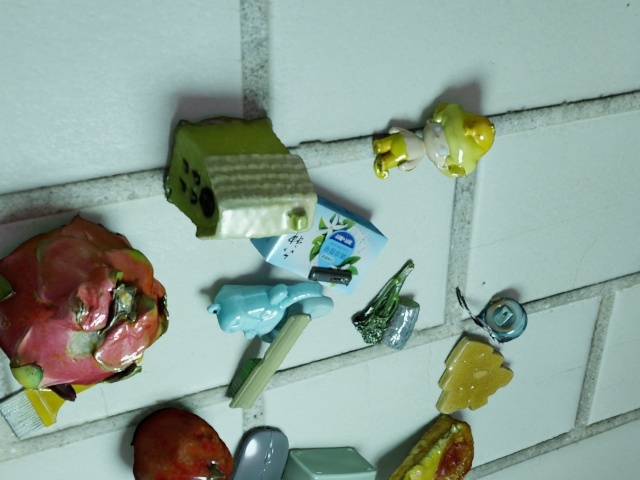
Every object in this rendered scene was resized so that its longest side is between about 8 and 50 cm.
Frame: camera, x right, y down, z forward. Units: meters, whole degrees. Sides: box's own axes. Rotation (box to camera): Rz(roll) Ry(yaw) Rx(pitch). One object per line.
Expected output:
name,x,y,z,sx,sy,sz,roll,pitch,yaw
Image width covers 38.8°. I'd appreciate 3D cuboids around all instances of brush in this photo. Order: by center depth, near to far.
brush,-0.453,0.271,1.692,0.272,0.013,0.103,-28,128,-15
brush,-0.106,0.236,1.808,0.054,0.048,0.282,4,133,-40

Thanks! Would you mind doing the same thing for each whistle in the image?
whistle,-0.097,0.132,1.774,0.274,0.093,0.186,2,142,-33

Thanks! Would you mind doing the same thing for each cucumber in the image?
cucumber,0.176,0.181,1.977,0.064,0.064,0.112,15,109,-36

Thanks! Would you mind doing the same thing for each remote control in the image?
remote control,0.021,0.071,1.750,0.091,0.016,0.034,8,119,-32

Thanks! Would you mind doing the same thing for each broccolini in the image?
broccolini,0.145,0.132,1.935,0.074,0.058,0.201,28,101,-45

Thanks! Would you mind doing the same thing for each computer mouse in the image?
computer mouse,-0.145,0.515,1.986,0.120,0.057,0.232,11,111,-35

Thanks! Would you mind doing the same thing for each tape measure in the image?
tape measure,0.394,0.158,2.066,0.107,0.104,0.180,-45,130,4

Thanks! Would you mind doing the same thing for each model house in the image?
model house,-0.128,-0.092,1.532,0.193,0.234,0.175,-5,119,-31

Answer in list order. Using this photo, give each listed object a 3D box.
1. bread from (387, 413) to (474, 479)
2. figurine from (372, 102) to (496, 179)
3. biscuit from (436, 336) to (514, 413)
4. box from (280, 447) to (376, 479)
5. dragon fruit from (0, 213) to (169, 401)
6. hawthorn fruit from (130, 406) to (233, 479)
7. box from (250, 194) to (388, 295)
bread,0.232,0.577,2.132,0.380,0.109,0.185,-40,141,-35
figurine,0.225,-0.185,1.769,0.246,0.131,0.156,-9,81,-9
biscuit,0.362,0.316,2.182,0.212,0.041,0.239,-23,126,-10
box,0.015,0.551,2.047,0.210,0.148,0.129,7,105,-36
dragon fruit,-0.396,0.134,1.512,0.305,0.226,0.305,-16,124,-25
hawthorn fruit,-0.255,0.430,1.773,0.189,0.251,0.189,-9,103,-48
box,0.000,0.000,1.758,0.232,0.083,0.142,25,105,-39
